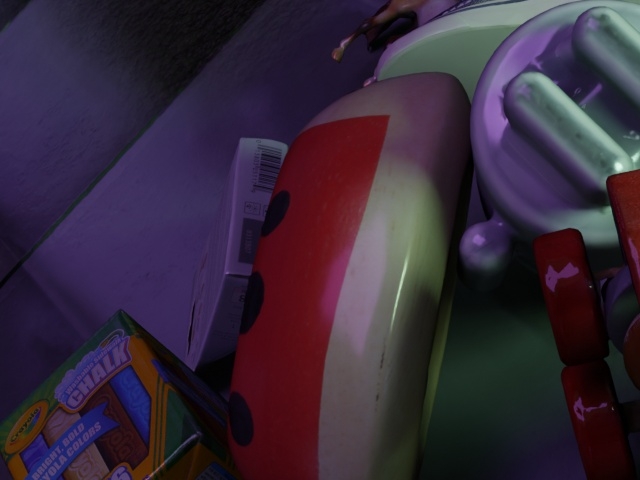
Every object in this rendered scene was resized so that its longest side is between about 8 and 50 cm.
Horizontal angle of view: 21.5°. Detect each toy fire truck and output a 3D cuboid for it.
[{"bbox_3d":[0.260,0.114,1.170,0.169,0.302,0.254,-14,33,7],"label":"toy fire truck"}]

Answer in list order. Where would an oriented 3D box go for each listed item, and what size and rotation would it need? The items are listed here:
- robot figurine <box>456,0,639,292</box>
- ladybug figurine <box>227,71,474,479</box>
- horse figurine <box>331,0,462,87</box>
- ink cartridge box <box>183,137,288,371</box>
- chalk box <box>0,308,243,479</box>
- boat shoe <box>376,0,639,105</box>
[{"bbox_3d":[0.226,-0.072,1.377,0.300,0.353,0.200,-40,77,-2],"label":"robot figurine"},{"bbox_3d":[0.026,0.058,1.428,0.162,0.305,0.449,9,63,7],"label":"ladybug figurine"},{"bbox_3d":[0.116,-0.211,1.797,0.174,0.066,0.263,-43,38,5],"label":"horse figurine"},{"bbox_3d":[-0.090,0.038,1.709,0.232,0.066,0.189,106,170,-47],"label":"ink cartridge box"},{"bbox_3d":[-0.172,0.205,1.582,0.179,0.180,0.289,-43,38,2],"label":"chalk box"},{"bbox_3d":[0.219,-0.228,1.664,0.340,0.127,0.158,-14,39,12],"label":"boat shoe"}]
